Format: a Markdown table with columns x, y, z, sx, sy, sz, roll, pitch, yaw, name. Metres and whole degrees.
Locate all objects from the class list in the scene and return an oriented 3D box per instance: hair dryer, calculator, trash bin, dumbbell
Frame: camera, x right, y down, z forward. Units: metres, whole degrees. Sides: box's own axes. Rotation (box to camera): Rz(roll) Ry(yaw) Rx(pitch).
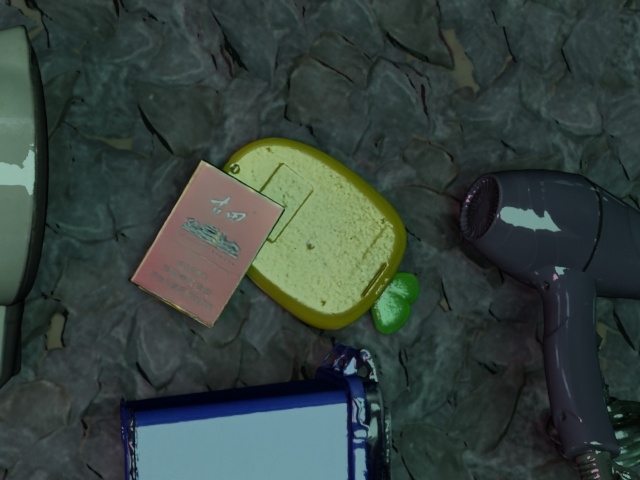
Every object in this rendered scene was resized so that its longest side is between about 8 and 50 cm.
| x | y | z | sx | sy | sz | roll | pitch | yaw | name |
| --- | --- | --- | --- | --- | --- | --- | --- | --- | --- |
| 0.275 | 0.113 | 1.420 | 0.301 | 0.121 | 0.361 | 17 | 57 | -25 | hair dryer |
| 0.000 | 0.000 | 1.430 | 0.235 | 0.032 | 0.146 | 38 | 80 | -12 | calculator |
| -0.060 | 0.188 | 1.352 | 0.234 | 0.162 | 0.184 | -1 | 90 | -12 | trash bin |
| 0.290 | 0.265 | 1.492 | 0.110 | 0.110 | 0.254 | -12 | 100 | -17 | dumbbell |

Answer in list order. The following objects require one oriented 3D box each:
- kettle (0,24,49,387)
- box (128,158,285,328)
| x | y | z | sx | sy | sz | roll | pitch | yaw | name |
| --- | --- | --- | --- | --- | --- | --- | --- | --- | --- |
| -0.423 | -0.007 | 1.209 | 0.376 | 0.250 | 0.361 | 0 | 111 | -20 | kettle |
| -0.104 | 0.003 | 1.381 | 0.090 | 0.023 | 0.133 | 32 | 93 | -7 | box |
